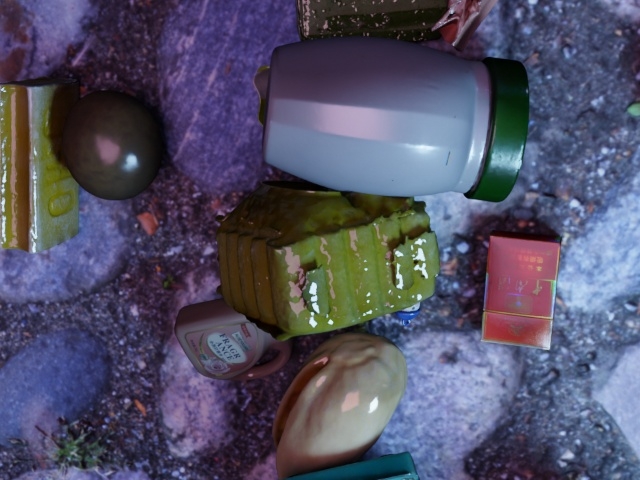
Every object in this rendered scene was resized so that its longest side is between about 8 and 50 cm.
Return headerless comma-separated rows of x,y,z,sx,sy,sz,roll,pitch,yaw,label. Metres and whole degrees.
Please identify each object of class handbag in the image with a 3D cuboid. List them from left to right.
0.239,-0.371,1.494,0.059,0.157,0.212,38,103,4,handbag

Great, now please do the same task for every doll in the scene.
0.139,0.071,1.692,0.098,0.057,0.143,0,109,-5,doll

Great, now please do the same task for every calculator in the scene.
0.042,0.424,1.696,0.248,0.274,0.058,-14,55,1,calculator

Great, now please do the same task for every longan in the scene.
-0.346,-0.153,1.731,0.204,0.159,0.185,-40,70,58,longan

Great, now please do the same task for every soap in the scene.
-0.471,-0.129,1.757,0.089,0.173,0.274,7,105,13,soap

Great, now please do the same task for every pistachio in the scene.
0.030,0.278,1.713,0.187,0.187,0.299,34,116,6,pistachio

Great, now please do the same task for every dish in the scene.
-0.058,-0.218,1.688,0.091,0.039,0.137,-21,96,25,dish

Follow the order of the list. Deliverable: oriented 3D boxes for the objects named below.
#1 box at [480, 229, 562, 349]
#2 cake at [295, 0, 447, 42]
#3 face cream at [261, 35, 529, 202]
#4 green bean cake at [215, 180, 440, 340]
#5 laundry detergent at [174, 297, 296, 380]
0.312,0.077,1.645,0.112,0.048,0.175,5,104,15,box
0.077,-0.352,1.622,0.235,0.099,0.100,-4,102,-5,cake
0.100,-0.177,1.508,0.357,0.312,0.219,6,101,-5,face cream
0.000,0.000,1.610,0.310,0.285,0.202,17,119,57,green bean cake
-0.107,0.162,1.759,0.237,0.076,0.171,-11,129,17,laundry detergent
